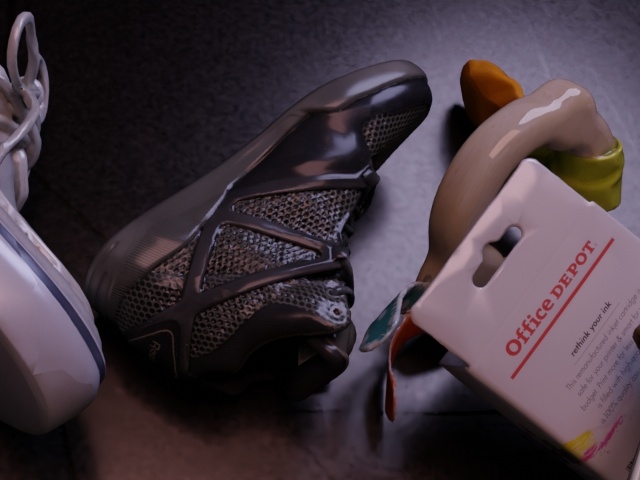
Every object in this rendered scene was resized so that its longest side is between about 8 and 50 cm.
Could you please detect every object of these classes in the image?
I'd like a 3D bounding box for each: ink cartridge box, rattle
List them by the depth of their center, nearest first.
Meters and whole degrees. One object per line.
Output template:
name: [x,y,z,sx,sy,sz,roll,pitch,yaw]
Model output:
ink cartridge box: [0.136,0.054,0.610,0.181,0.061,0.104,39,82,-5]
rattle: [0.062,-0.014,0.683,0.200,0.130,0.142,-47,63,-3]

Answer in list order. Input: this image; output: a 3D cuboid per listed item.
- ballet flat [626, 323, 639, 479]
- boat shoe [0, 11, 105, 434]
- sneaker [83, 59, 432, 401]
ballet flat: [0.176,0.179,0.502,0.124,0.116,0.343,-1,71,9]
boat shoe: [-0.201,-0.063,0.636,0.156,0.136,0.367,-35,60,-30]
sneaker: [0.000,0.000,0.652,0.130,0.087,0.227,43,64,14]
